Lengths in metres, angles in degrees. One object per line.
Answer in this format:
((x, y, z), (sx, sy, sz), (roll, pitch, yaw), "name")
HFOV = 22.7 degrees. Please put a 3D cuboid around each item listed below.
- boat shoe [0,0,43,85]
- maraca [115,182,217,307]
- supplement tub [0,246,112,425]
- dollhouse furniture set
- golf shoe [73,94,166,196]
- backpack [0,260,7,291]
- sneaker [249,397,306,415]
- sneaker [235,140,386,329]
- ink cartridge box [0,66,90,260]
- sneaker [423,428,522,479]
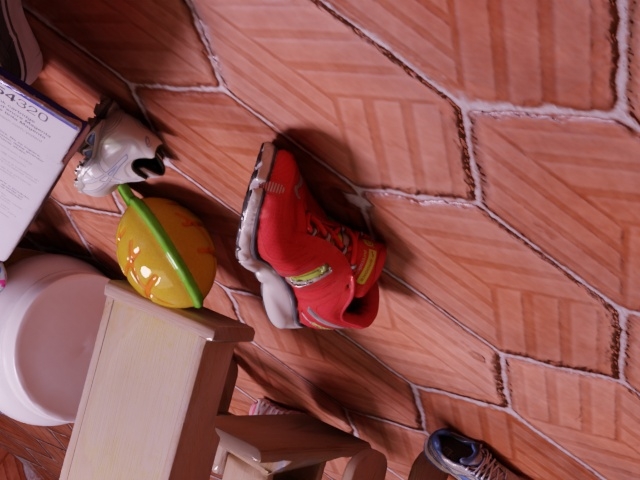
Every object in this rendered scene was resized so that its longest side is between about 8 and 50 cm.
((-0.328, -0.189, 1.474), (0.108, 0.102, 0.301), (34, 161, 2), "boat shoe")
((-0.172, 0.002, 1.696), (0.185, 0.099, 0.127), (49, 164, 47), "maraca")
((-0.396, 0.124, 2.146), (0.228, 0.228, 0.316), (46, 158, -30), "supplement tub")
((-0.089, 0.200, 1.872), (0.362, 0.256, 0.394), (21, -172, 37), "dollhouse furniture set")
((-0.198, -0.075, 1.599), (0.086, 0.069, 0.176), (28, 162, 1), "golf shoe")
((-0.506, -0.014, 1.957), (0.225, 0.191, 0.253), (9, 129, 48), "backpack")
((-0.062, 0.245, 2.158), (0.070, 0.051, 0.134), (31, 166, -6), "sneaker")
((0.000, 0.000, 1.444), (0.118, 0.107, 0.279), (8, 156, 16), "sneaker")
((-0.368, -0.141, 1.404), (0.324, 0.071, 0.330), (33, 150, -8), "ink cartridge box")
((0.176, 0.258, 1.803), (0.135, 0.052, 0.058), (29, 156, 13), "sneaker")
